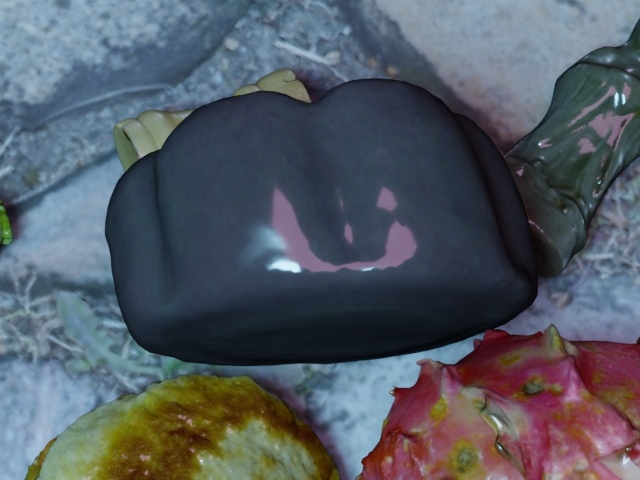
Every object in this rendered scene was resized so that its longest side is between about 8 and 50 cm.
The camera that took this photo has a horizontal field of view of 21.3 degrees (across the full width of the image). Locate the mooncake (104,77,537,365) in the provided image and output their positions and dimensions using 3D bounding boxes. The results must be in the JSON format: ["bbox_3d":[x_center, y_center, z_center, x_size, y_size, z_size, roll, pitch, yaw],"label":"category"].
[{"bbox_3d":[0.000,0.000,0.991,0.245,0.245,0.133,-9,74,-8],"label":"mooncake"}]

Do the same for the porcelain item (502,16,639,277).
[{"bbox_3d":[0.183,-0.077,1.118,0.081,0.069,0.215,36,69,10],"label":"porcelain item"}]

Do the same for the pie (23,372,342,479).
[{"bbox_3d":[-0.077,0.172,0.996,0.205,0.084,0.178,-7,67,-23],"label":"pie"}]

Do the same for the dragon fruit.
[{"bbox_3d":[0.154,0.152,0.979,0.268,0.205,0.210,14,36,-4],"label":"dragon fruit"}]

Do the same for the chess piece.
[{"bbox_3d":[-0.065,-0.065,1.090,0.122,0.066,0.066,-22,77,-17],"label":"chess piece"}]

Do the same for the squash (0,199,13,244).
[{"bbox_3d":[-0.273,0.038,1.040,0.201,0.066,0.066,-35,80,-20],"label":"squash"}]
